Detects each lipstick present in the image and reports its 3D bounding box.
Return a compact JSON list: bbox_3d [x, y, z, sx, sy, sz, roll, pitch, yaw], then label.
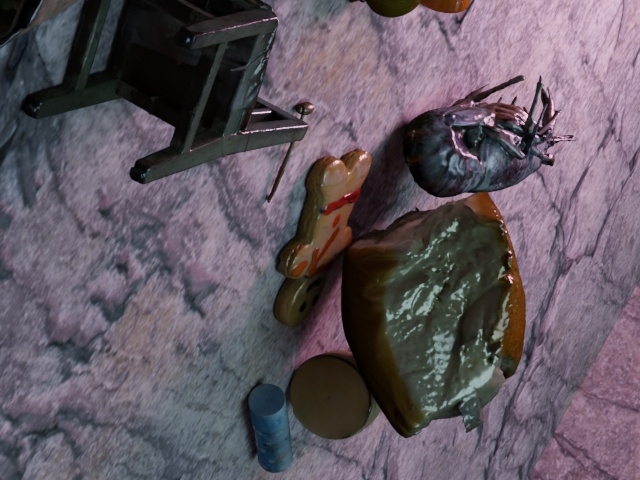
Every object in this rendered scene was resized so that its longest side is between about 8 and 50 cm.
[{"bbox_3d":[-0.062,0.239,2.201,0.048,0.048,0.158,-51,157,-26],"label":"lipstick"}]

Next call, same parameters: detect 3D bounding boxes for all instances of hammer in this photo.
[{"bbox_3d":[-0.035,-0.095,1.895,0.029,0.014,0.123,-10,128,-53],"label":"hammer"}]

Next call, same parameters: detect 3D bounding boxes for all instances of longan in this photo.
[{"bbox_3d":[0.069,-0.269,1.851,0.083,0.075,0.075,-19,156,5],"label":"longan"}]

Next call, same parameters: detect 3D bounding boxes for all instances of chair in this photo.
[{"bbox_3d":[-0.106,-0.157,1.479,0.270,0.136,0.147,-22,137,-57],"label":"chair"}]

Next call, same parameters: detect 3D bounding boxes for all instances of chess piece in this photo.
[{"bbox_3d":[0.098,0.172,2.397,0.397,0.117,0.117,-19,133,-62],"label":"chess piece"}]

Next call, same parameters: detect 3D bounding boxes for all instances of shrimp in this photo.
[{"bbox_3d":[0.245,-0.139,2.258,0.372,0.172,0.137,-25,98,-47],"label":"shrimp"}]

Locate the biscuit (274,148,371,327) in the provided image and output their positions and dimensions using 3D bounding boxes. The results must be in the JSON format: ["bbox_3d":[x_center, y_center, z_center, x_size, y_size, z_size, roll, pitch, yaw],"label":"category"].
[{"bbox_3d":[0.000,0.000,2.075,0.153,0.030,0.234,-19,133,-58],"label":"biscuit"}]

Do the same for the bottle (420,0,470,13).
[{"bbox_3d":[0.156,-0.348,1.941,0.069,0.069,0.187,-37,149,-48],"label":"bottle"}]

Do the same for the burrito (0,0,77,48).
[{"bbox_3d":[-0.153,-0.277,1.277,0.348,0.107,0.175,-41,136,-46],"label":"burrito"}]

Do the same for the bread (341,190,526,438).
[{"bbox_3d":[0.139,0.094,2.130,0.250,0.225,0.279,-73,150,-86],"label":"bread"}]
